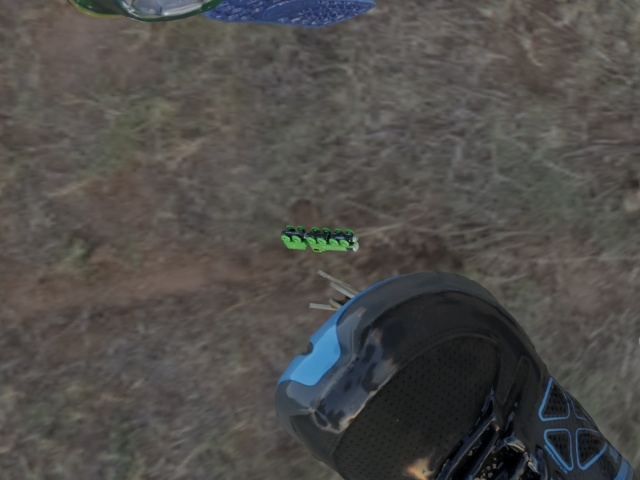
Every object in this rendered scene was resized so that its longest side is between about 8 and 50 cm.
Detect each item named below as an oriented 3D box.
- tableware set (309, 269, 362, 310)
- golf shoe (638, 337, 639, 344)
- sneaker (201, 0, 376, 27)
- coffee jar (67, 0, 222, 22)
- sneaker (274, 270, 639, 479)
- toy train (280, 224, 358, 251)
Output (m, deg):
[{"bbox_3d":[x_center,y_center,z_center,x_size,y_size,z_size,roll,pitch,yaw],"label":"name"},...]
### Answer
[{"bbox_3d":[0.086,0.099,1.668,0.194,0.128,0.039,28,91,-22],"label":"tableware set"},{"bbox_3d":[0.327,0.104,1.529,0.086,0.176,0.069,27,67,42],"label":"golf shoe"},{"bbox_3d":[-0.038,-0.215,1.204,0.081,0.232,0.090,-20,82,26],"label":"sneaker"},{"bbox_3d":[-0.109,-0.176,0.938,0.079,0.184,0.096,-14,103,-16],"label":"coffee jar"},{"bbox_3d":[0.107,0.123,0.895,0.125,0.341,0.139,-48,50,9],"label":"sneaker"},{"bbox_3d":[0.000,0.000,1.489,0.083,0.023,0.017,5,53,35],"label":"toy train"}]
